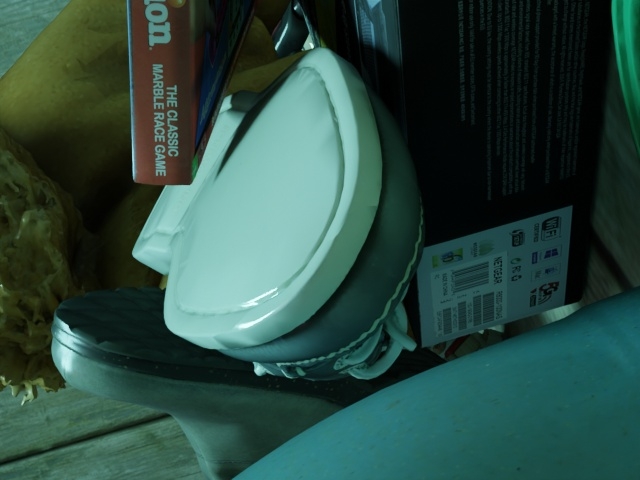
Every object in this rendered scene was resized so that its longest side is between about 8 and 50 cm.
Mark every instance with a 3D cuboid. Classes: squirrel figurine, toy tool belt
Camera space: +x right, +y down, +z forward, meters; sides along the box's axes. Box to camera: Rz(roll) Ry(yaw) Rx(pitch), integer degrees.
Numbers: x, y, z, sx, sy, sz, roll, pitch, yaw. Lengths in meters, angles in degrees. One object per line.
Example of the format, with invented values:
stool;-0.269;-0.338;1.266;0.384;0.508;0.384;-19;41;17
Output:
squirrel figurine;-0.106;0.012;1.102;0.370;0.397;0.281;-122;25;-59
toy tool belt;0.096;0.079;1.079;0.051;0.052;0.083;42;173;9

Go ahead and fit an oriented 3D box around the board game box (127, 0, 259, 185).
board game box;-0.049;-0.144;0.816;0.281;0.027;0.145;-80;-10;-65

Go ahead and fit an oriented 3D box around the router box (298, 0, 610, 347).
router box;0.035;-0.133;0.749;0.309;0.081;0.243;81;172;-62

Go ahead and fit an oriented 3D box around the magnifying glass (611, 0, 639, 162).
magnifying glass;0.097;-0.086;0.493;0.092;0.026;0.231;-106;1;-46

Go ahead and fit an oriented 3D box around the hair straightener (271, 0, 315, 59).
hair straightener;-0.034;-0.097;1.354;0.230;0.047;0.089;-49;40;37

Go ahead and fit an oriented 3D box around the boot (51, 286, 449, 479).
boot;-0.037;0.117;0.876;0.083;0.246;0.161;32;104;45

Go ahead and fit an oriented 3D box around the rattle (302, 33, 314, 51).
rattle;-0.037;-0.107;1.426;0.130;0.143;0.199;-123;15;-59

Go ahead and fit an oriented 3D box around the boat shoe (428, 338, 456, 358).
boat shoe;0.053;0.123;1.245;0.335;0.121;0.119;-105;-7;-67

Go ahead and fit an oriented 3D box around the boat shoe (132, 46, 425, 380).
boat shoe;0.000;0.000;0.731;0.099;0.116;0.319;31;177;-12

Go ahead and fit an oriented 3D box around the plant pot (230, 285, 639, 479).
plant pot;0.042;0.167;0.577;0.271;0.255;0.271;164;90;-87
